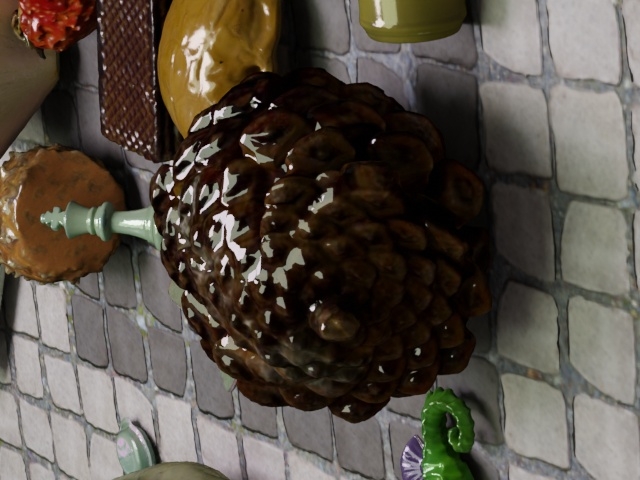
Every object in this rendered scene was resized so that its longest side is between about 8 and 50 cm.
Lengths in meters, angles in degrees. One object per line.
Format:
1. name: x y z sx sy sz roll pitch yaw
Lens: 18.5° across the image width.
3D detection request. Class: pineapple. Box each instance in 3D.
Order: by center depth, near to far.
1. pineapple: -0.314 -0.027 2.167 0.279 0.158 0.157 -1 103 67

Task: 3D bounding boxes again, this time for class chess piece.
1. chess piece: -0.214 -0.018 2.010 0.149 0.059 0.059 1 110 11

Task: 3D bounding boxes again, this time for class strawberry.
1. strawberry: -0.238 -0.294 1.971 0.175 0.107 0.236 -87 14 -47

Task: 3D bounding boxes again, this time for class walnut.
1. walnut: -0.102 -0.169 1.801 0.167 0.087 0.211 -145 59 -63

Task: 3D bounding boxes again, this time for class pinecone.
1. pinecone: 0.004 -0.003 1.620 0.296 0.242 0.298 48 141 45

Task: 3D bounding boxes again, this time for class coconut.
1. coconut: -0.400 -0.198 2.126 0.259 0.259 0.259 27 125 47

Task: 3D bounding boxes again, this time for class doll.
1. doll: 0.116 0.221 1.725 0.115 0.050 0.190 -1 101 59

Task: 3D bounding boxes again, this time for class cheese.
1. cheese: -0.201 0.256 2.206 0.067 0.026 0.120 -30 79 56

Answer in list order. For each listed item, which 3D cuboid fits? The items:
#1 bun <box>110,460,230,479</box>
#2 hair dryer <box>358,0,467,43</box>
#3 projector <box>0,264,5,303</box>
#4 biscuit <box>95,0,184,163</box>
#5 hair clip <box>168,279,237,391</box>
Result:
1. bun: -0.138 0.326 2.036 0.244 0.153 0.243 10 106 39
2. hair dryer: 0.022 -0.250 1.641 0.279 0.090 0.135 24 125 56
3. projector: -0.469 0.011 2.434 0.259 0.079 0.257 46 137 34
4. biscuit: -0.162 -0.268 1.890 0.107 0.073 0.388 27 125 45
5. hair clip: -0.114 0.092 2.017 0.137 0.022 0.054 56 143 24
